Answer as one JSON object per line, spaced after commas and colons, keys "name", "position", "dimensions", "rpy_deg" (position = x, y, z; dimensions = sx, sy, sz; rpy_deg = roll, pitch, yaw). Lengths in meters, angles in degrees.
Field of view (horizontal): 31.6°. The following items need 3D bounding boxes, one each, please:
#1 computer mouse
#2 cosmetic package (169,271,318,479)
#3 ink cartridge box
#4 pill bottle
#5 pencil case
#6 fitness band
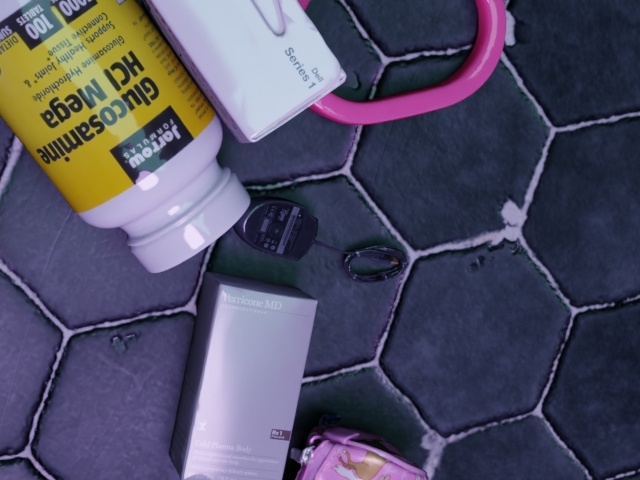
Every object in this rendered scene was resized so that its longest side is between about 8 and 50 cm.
{"name": "computer mouse", "position": [0.000, 0.000, 1.387], "dimensions": [0.242, 0.041, 0.071], "rpy_deg": [20, 99, -27]}
{"name": "cosmetic package", "position": [-0.093, 0.165, 1.336], "dimensions": [0.127, 0.107, 0.238], "rpy_deg": [8, 97, -17]}
{"name": "ink cartridge box", "position": [-0.089, -0.212, 1.174], "dimensions": [0.117, 0.278, 0.201], "rpy_deg": [-35, 98, -3]}
{"name": "pill bottle", "position": [-0.225, -0.137, 1.203], "dimensions": [0.188, 0.188, 0.334], "rpy_deg": [-39, 107, -11]}
{"name": "pencil case", "position": [-0.021, 0.409, 1.364], "dimensions": [0.167, 0.160, 0.386], "rpy_deg": [27, 88, 8]}
{"name": "fitness band", "position": [0.090, -0.253, 1.373], "dimensions": [0.291, 0.054, 0.209], "rpy_deg": [-15, 102, -16]}
